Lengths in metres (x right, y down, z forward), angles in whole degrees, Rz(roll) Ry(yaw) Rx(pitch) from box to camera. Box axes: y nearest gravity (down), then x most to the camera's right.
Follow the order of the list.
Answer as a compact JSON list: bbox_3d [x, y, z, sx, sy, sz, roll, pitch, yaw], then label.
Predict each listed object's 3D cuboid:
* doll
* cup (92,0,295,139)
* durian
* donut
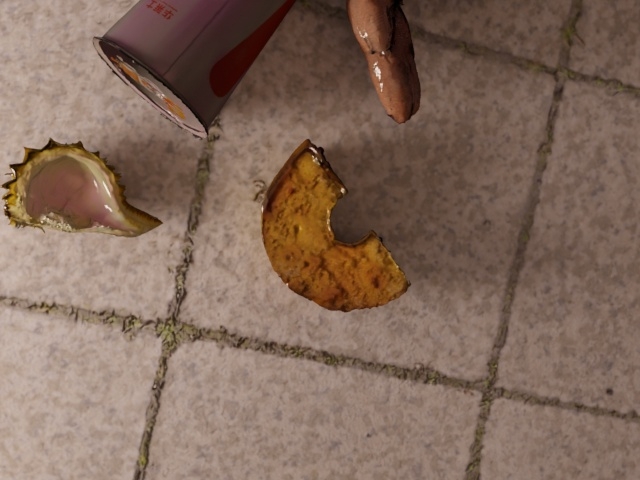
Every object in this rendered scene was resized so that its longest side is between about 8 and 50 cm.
[{"bbox_3d":[0.109,-0.319,1.441,0.156,0.201,0.303,-18,104,12],"label":"doll"},{"bbox_3d":[-0.138,-0.305,1.411,0.203,0.203,0.288,40,81,-13],"label":"cup"},{"bbox_3d":[-0.327,-0.056,1.448,0.224,0.078,0.140,22,79,-23],"label":"durian"},{"bbox_3d":[-0.006,-0.001,1.502,0.152,0.101,0.259,-35,102,-6],"label":"donut"}]
